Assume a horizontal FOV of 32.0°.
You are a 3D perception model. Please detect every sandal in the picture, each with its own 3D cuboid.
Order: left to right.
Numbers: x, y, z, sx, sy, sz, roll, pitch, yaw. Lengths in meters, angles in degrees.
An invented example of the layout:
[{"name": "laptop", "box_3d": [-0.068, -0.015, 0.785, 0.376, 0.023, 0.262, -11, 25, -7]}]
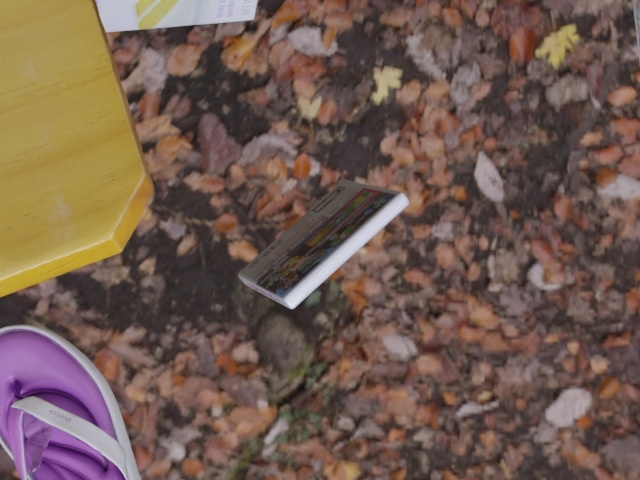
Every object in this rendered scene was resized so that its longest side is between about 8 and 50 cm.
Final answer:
[{"name": "sandal", "box_3d": [-0.328, 0.289, 1.455, 0.169, 0.102, 0.416, -32, 80, 5]}]

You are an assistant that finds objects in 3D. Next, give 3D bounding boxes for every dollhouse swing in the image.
[{"name": "dollhouse swing", "box_3d": [-0.315, -0.024, 0.971, 0.305, 0.347, 0.315, -14, 151, -14]}]

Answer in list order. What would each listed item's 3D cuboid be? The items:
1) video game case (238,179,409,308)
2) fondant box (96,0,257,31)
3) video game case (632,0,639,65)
[{"name": "video game case", "box_3d": [0.000, 0.000, 1.433, 0.201, 0.183, 0.023, -41, 110, -12]}, {"name": "fondant box", "box_3d": [-0.208, -0.325, 1.082, 0.330, 0.096, 0.238, -10, 136, -27]}, {"name": "video game case", "box_3d": [0.342, -0.137, 0.967, 0.026, 0.206, 0.227, -11, 100, -14]}]
